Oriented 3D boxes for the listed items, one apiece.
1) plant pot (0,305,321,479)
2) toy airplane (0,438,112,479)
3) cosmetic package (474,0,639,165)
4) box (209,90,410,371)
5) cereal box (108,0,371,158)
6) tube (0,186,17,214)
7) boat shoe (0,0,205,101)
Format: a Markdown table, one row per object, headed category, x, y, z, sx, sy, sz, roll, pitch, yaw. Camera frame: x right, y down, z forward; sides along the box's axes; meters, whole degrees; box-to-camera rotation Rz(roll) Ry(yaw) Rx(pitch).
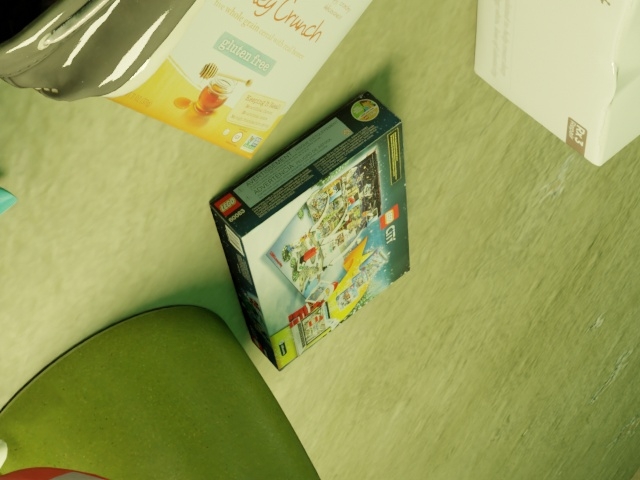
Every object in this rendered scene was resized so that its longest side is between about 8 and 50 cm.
| category | x | y | z | sx | sy | sz | roll | pitch | yaw |
| --- | --- | --- | --- | --- | --- | --- | --- | --- | --- |
| plant pot | -0.091 | 0.249 | 0.946 | 0.275 | 0.293 | 0.275 | -34 | 151 | -22 |
| toy airplane | -0.305 | 0.201 | 0.667 | 0.384 | 0.272 | 0.386 | -9 | 175 | -37 |
| cosmetic package | 0.312 | -0.262 | 0.971 | 0.385 | 0.156 | 0.217 | -35 | 151 | -18 |
| box | 0.000 | 0.000 | 1.005 | 0.159 | 0.044 | 0.233 | -37 | 152 | -16 |
| cereal box | -0.025 | -0.171 | 0.728 | 0.240 | 0.047 | 0.173 | -52 | 153 | 11 |
| tube | -0.233 | -0.036 | 0.630 | 0.080 | 0.052 | 0.207 | -34 | 159 | -3 |
| boat shoe | -0.055 | -0.197 | 0.515 | 0.335 | 0.112 | 0.095 | -54 | 157 | 22 |
